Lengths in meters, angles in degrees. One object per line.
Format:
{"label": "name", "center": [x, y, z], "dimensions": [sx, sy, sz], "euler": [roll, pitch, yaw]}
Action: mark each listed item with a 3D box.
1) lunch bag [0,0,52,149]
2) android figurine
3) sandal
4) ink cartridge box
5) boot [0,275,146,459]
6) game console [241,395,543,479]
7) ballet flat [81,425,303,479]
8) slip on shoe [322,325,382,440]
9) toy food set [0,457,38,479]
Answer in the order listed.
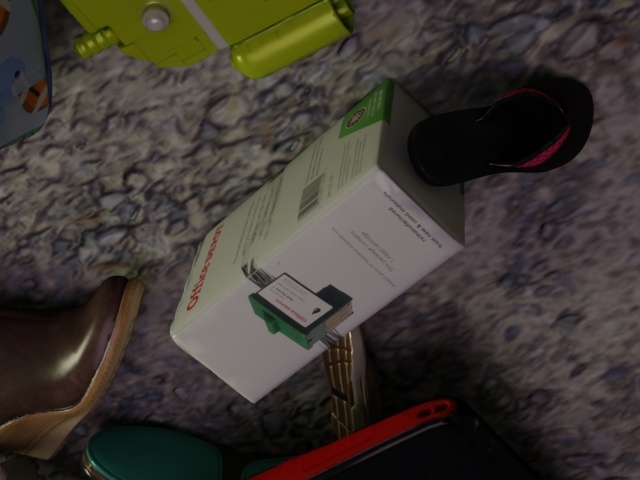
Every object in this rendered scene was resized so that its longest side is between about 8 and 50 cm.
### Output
{"label": "lunch bag", "center": [-0.314, -0.194, 0.785], "dimensions": [0.243, 0.115, 0.303], "euler": [19, 127, 25]}
{"label": "android figurine", "center": [-0.081, -0.217, 0.793], "dimensions": [0.273, 0.056, 0.248], "euler": [-23, 132, 16]}
{"label": "sandal", "center": [0.142, -0.079, 0.819], "dimensions": [0.040, 0.179, 0.067], "euler": [-26, 84, 56]}
{"label": "ink cartridge box", "center": [0.000, 0.000, 0.876], "dimensions": [0.092, 0.160, 0.219], "euler": [42, 117, -17]}
{"label": "boot", "center": [-0.286, 0.086, 0.999], "dimensions": [0.207, 0.090, 0.248], "euler": [29, 123, -13]}
{"label": "game console", "center": [0.067, 0.305, 1.047], "dimensions": [0.342, 0.060, 0.386], "euler": [-26, 133, 21]}
{"label": "ballet flat", "center": [-0.087, 0.245, 1.072], "dimensions": [0.280, 0.095, 0.096], "euler": [8, 128, 2]}
{"label": "slip on shoe", "center": [0.034, 0.123, 1.016], "dimensions": [0.041, 0.051, 0.135], "euler": [-19, 115, -29]}
{"label": "toy food set", "center": [-0.228, 0.305, 1.080], "dimensions": [0.306, 0.092, 0.220], "euler": [46, 157, -21]}
